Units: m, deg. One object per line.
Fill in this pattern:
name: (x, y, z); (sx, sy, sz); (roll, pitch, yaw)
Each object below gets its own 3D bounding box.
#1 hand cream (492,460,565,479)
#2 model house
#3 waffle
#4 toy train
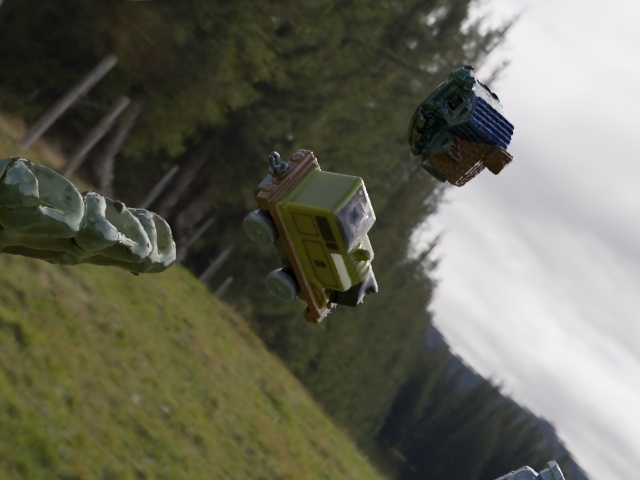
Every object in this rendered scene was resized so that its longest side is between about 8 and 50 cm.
hand cream: (0.142, 0.249, 1.065); (0.043, 0.170, 0.065); (62, 6, -22)
model house: (0.205, -0.141, 1.643); (0.119, 0.148, 0.149); (39, 15, -28)
waffle: (-0.256, -0.031, 0.721); (0.309, 0.056, 0.292); (9, -7, 28)
toy train: (0.000, 0.000, 1.237); (0.127, 0.089, 0.219); (10, -46, 36)
